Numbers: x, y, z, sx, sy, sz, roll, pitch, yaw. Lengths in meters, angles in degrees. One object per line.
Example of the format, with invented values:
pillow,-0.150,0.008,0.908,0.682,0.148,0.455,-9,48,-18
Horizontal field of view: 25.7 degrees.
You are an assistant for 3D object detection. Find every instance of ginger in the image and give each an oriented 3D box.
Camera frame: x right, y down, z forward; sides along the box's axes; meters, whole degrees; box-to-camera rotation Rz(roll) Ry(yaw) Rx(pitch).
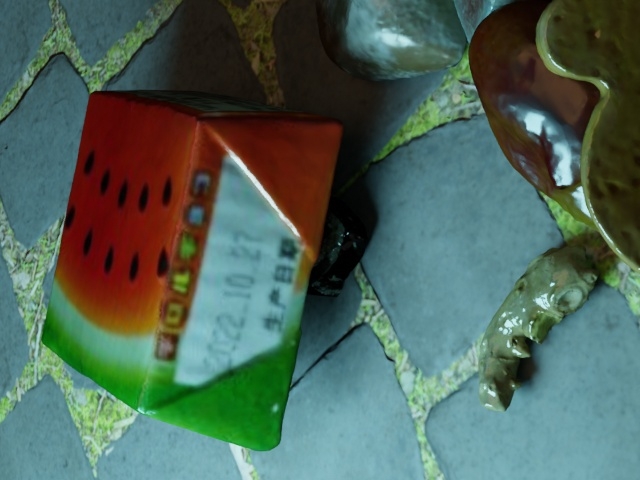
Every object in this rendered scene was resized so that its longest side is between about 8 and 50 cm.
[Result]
ginger,0.191,0.074,1.278,0.069,0.051,0.173,50,124,42

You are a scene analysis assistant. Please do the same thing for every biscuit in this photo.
biscuit,0.310,-0.133,1.095,0.275,0.052,0.354,-5,95,6

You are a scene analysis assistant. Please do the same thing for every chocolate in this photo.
chocolate,0.064,-0.317,1.414,0.185,0.100,0.303,-2,81,47
chocolate,-0.152,0.009,1.490,0.360,0.162,0.341,19,98,58

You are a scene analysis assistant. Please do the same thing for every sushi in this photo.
sushi,0.000,0.000,1.461,0.083,0.056,0.084,-53,54,26

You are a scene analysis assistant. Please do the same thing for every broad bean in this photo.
broad bean,0.218,-0.107,1.196,0.156,0.122,0.228,-36,80,32

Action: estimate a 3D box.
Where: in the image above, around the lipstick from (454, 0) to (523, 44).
lipstick,0.195,-0.304,1.160,0.371,0.080,0.076,104,156,-55
